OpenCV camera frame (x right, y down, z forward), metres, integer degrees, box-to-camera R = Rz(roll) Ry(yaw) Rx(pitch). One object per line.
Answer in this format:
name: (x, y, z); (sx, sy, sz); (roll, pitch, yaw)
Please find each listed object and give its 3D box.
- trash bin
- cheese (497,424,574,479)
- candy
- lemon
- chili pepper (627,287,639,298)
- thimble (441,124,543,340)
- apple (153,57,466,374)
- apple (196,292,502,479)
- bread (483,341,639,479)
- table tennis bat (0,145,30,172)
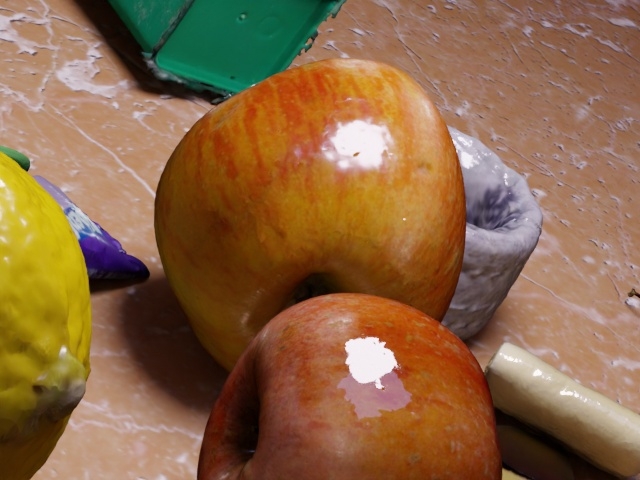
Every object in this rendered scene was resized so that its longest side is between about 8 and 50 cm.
trash bin: (-0.165, -0.369, 2.029); (0.295, 0.259, 0.381); (15, 33, -43)
cheese: (0.157, 0.202, 1.596); (0.162, 0.036, 0.086); (20, 30, -12)
candy: (-0.260, -0.014, 1.548); (0.145, 0.070, 0.275); (40, 9, 18)
lemon: (-0.324, 0.053, 1.184); (0.336, 0.336, 0.336); (20, 29, -12)
chili pepper: (0.459, 0.135, 1.948); (0.268, 0.059, 0.050); (37, 68, 13)
thimble: (0.105, -0.014, 1.789); (0.217, 0.157, 0.245); (15, 31, -25)
apple: (0.000, 0.000, 1.536); (0.301, 0.301, 0.301); (20, 29, -12)
apple: (0.032, 0.171, 1.322); (0.253, 0.253, 0.253); (20, 29, -12)
bread: (0.236, 0.165, 1.653); (0.178, 0.060, 0.139); (30, -7, 8)
table tennis bat: (-0.370, -0.082, 1.516); (0.160, 0.039, 0.257); (-4, -13, 32)
